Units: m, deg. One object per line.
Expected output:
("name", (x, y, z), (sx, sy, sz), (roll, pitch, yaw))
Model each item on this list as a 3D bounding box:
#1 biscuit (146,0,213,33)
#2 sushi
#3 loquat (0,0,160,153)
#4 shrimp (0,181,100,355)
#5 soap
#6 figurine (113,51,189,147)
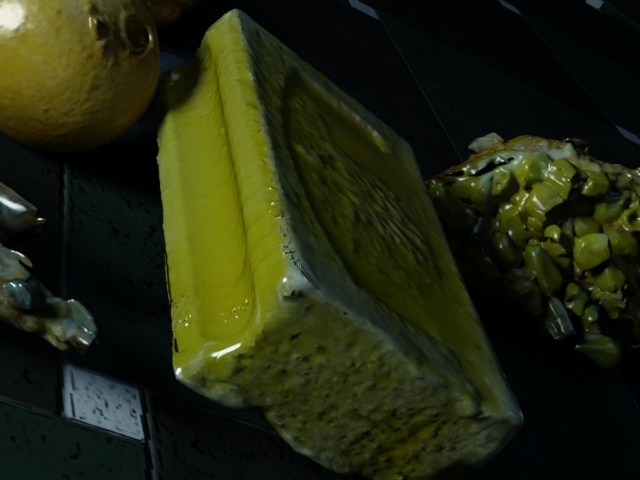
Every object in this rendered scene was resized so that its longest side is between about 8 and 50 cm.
("biscuit", (-0.258, -0.300, 1.168), (0.359, 0.046, 0.359), (28, 23, -13))
("sushi", (0.225, 0.006, 1.047), (0.296, 0.167, 0.179), (35, 1, -15))
("loquat", (-0.171, -0.126, 0.803), (0.141, 0.141, 0.141), (27, 23, -13))
("shrimp", (-0.213, -0.022, 0.644), (0.254, 0.059, 0.145), (31, 16, -3))
("soap", (0.000, 0.000, 0.767), (0.199, 0.091, 0.315), (33, 23, -28))
("figurine", (-0.121, -0.097, 0.913), (0.086, 0.082, 0.094), (1, 10, -27))
